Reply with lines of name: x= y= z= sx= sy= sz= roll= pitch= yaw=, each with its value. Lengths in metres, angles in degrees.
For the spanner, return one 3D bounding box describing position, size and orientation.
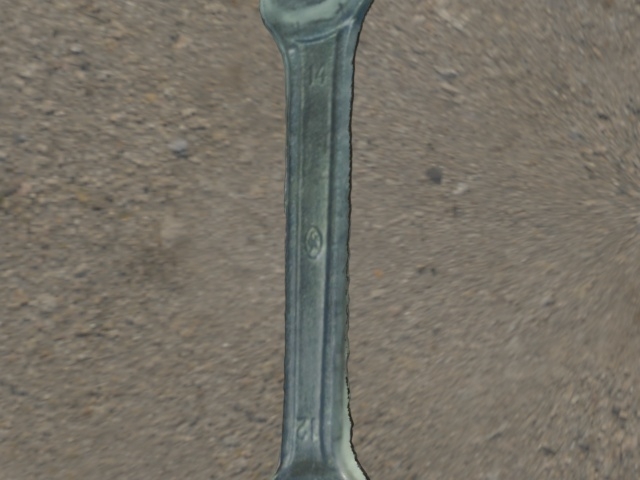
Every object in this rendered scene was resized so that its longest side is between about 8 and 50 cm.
spanner: x=0.000 y=0.000 z=0.646 sx=0.071 sy=0.017 sz=0.302 roll=-5 pitch=82 yaw=33
